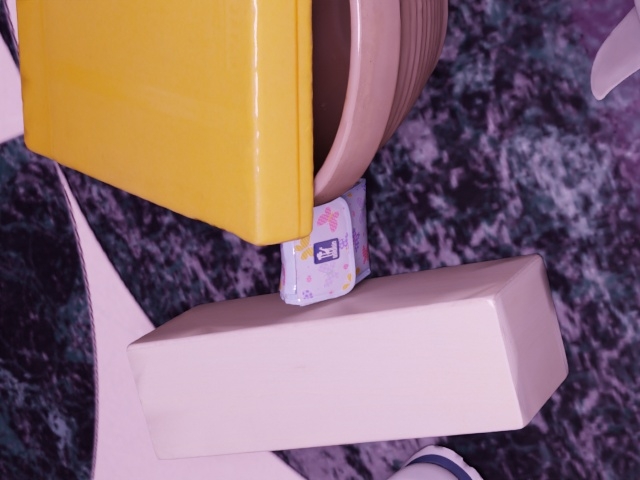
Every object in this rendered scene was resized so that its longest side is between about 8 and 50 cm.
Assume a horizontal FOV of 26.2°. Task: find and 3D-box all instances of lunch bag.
[{"bbox_3d":[0.000,0.000,0.908,0.053,0.083,0.071,4,105,26],"label":"lunch bag"}]

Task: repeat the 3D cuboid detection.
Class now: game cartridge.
[{"bbox_3d":[-0.107,-0.168,0.848,0.323,0.052,0.285,21,116,51],"label":"game cartridge"}]

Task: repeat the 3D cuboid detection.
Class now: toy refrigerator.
[{"bbox_3d":[0.016,0.083,0.914,0.269,0.102,0.094,-10,100,28],"label":"toy refrigerator"}]

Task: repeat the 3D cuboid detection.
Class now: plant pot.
[{"bbox_3d":[-0.001,-0.139,0.831,0.237,0.109,0.237,21,116,53],"label":"plant pot"}]

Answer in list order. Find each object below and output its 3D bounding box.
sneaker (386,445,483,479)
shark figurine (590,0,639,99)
[{"bbox_3d":[0.029,0.248,0.959,0.090,0.095,0.235,31,117,14],"label":"sneaker"},{"bbox_3d":[0.242,-0.084,0.750,0.278,0.116,0.166,44,120,11],"label":"shark figurine"}]
